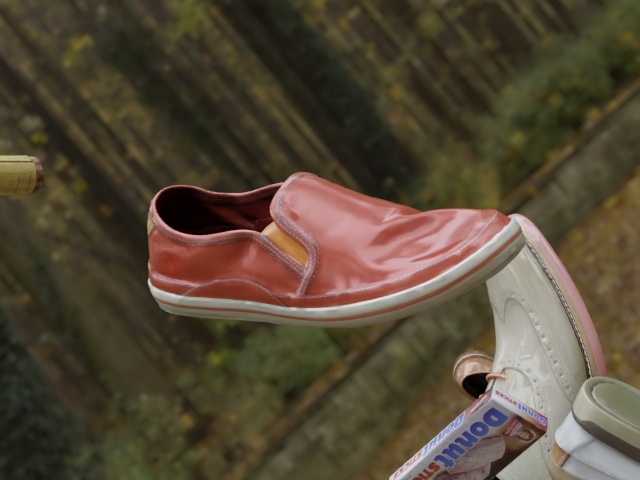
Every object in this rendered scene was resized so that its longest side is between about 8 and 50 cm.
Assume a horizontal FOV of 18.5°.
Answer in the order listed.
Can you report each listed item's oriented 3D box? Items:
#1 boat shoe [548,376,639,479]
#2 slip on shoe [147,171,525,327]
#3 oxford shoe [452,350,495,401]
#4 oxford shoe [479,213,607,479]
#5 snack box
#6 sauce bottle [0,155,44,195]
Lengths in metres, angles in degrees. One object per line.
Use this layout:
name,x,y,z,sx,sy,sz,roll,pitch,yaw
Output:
boat shoe,0.330,0.235,1.647,0.113,0.302,0.103,-21,-39,-57
slip on shoe,0.000,0.000,1.537,0.331,0.101,0.123,0,27,31
oxford shoe,0.255,0.193,2.302,0.076,0.212,0.076,-75,1,-78
oxford shoe,0.209,0.171,1.970,0.146,0.397,0.140,-13,-10,-10
snack box,0.137,0.202,1.848,0.178,0.064,0.022,-47,16,41
sauce bottle,-0.338,-0.064,1.951,0.128,0.042,0.042,0,-26,-38
